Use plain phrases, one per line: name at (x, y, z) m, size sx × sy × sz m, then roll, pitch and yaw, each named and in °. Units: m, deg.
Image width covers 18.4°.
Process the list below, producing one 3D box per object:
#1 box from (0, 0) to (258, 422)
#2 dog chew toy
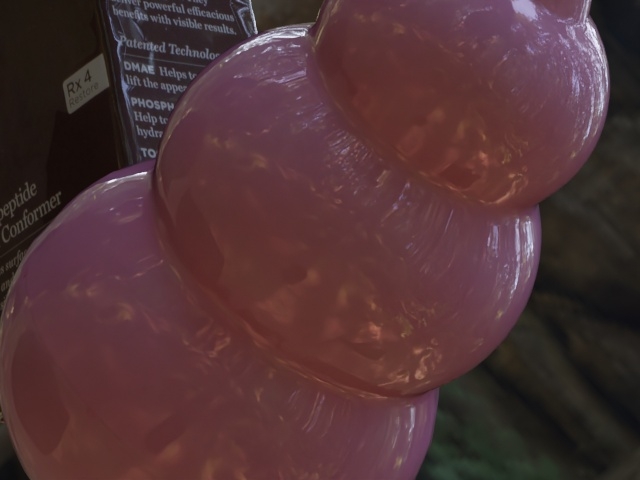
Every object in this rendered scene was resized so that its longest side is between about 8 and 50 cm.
box at (-0.140, -0.089, 1.271) m, size 0.143 × 0.191 × 0.381 m, roll 7°, pitch 62°, yaw -41°
dog chew toy at (0.000, 0.000, 0.871) m, size 0.206 × 0.332 × 0.206 m, roll 30°, pitch 27°, yaw -17°
